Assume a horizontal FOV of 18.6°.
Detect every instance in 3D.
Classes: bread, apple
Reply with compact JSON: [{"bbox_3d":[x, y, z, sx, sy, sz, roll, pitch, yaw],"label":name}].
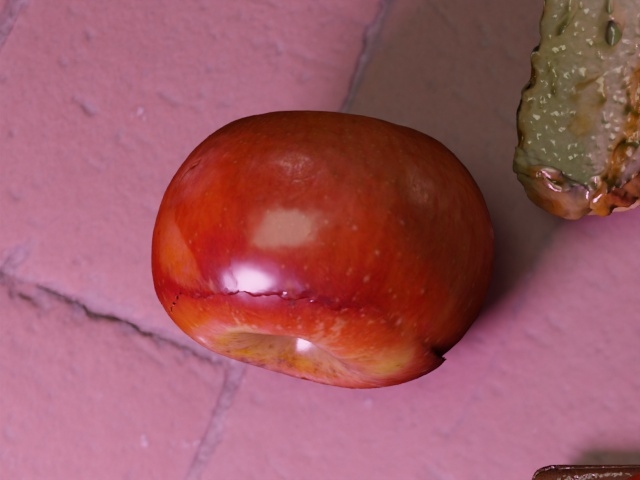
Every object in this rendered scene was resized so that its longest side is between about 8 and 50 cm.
[{"bbox_3d":[0.232,-0.123,1.591,0.128,0.088,0.232,9,69,20],"label":"bread"},{"bbox_3d":[0.000,0.000,1.562,0.271,0.251,0.206,1,71,39],"label":"apple"}]

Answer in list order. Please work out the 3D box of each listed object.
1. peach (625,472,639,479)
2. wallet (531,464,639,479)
[{"bbox_3d":[0.298,0.317,1.269,0.372,0.290,0.373,-6,74,23],"label":"peach"},{"bbox_3d":[0.256,0.223,1.479,0.198,0.031,0.110,-4,69,25],"label":"wallet"}]
